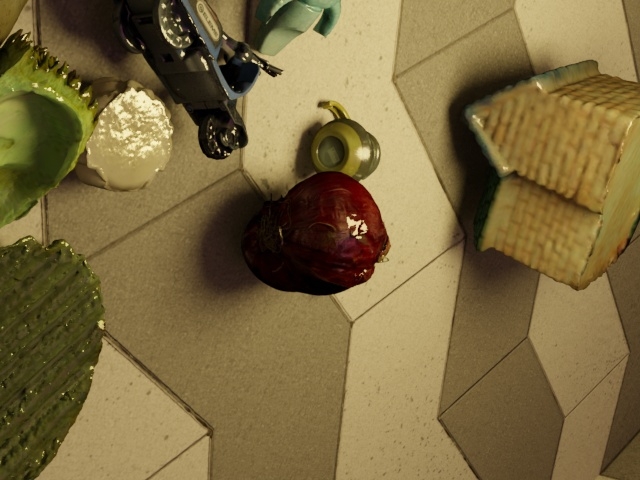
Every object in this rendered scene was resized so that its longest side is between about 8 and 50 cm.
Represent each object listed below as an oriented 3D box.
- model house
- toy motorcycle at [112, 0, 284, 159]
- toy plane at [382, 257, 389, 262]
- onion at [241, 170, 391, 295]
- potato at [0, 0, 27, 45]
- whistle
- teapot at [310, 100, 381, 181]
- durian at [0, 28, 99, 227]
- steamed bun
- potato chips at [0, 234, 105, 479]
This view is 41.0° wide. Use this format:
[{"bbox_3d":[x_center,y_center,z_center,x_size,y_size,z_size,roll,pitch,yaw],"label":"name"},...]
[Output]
[{"bbox_3d":[0.528,-0.183,1.942,0.395,0.399,0.446,-30,137,-48],"label":"model house"},{"bbox_3d":[-0.180,-0.299,1.306,0.213,0.125,0.359,-63,142,-35],"label":"toy motorcycle"},{"bbox_3d":[0.063,0.031,1.785,0.234,0.082,0.160,6,95,-61],"label":"toy plane"},{"bbox_3d":[-0.014,-0.002,1.549,0.280,0.281,0.221,8,63,-47],"label":"onion"},{"bbox_3d":[-0.466,-0.283,0.965,0.326,0.221,0.243,-57,170,-7],"label":"potato"},{"bbox_3d":[-0.018,-0.414,1.409,0.274,0.093,0.186,-48,158,28],"label":"whistle"},{"bbox_3d":[0.045,-0.184,1.631,0.119,0.130,0.166,-7,83,-59],"label":"teapot"},{"bbox_3d":[-0.413,-0.103,1.115,0.163,0.198,0.394,33,119,-18],"label":"durian"},{"bbox_3d":[-0.309,-0.161,1.285,0.182,0.106,0.183,-22,120,-43],"label":"steamed bun"},{"bbox_3d":[-0.491,0.200,1.308,0.429,0.070,0.358,-49,134,-17],"label":"potato chips"}]
